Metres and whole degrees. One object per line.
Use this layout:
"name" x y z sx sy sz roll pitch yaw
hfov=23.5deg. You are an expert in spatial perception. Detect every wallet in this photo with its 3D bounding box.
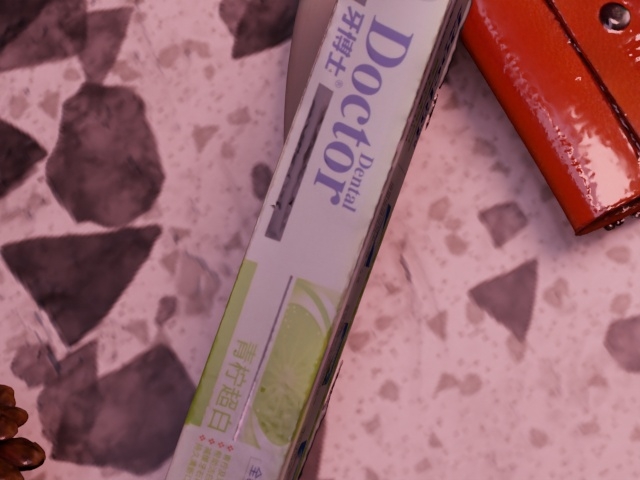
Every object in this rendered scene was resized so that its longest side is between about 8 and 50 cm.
"wallet" 0.160 -0.117 0.898 0.142 0.045 0.204 -24 73 -13

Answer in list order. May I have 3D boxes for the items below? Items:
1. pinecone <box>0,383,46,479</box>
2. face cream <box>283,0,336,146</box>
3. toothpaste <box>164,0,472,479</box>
"pinecone" -0.236 0.163 0.823 0.185 0.168 0.212 8 77 -32
"face cream" 0.019 -0.123 0.929 0.072 0.051 0.182 9 77 8
"toothpaste" 0.000 0.000 0.847 0.067 0.081 0.337 19 89 6
